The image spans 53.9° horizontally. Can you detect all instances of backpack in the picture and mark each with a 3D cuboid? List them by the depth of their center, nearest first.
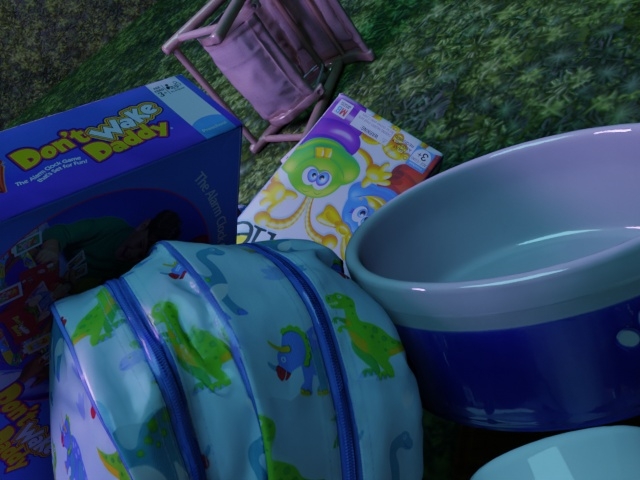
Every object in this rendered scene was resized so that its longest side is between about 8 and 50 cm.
[{"bbox_3d":[-0.062,0.171,0.429,0.290,0.273,0.356,46,118,53],"label":"backpack"}]

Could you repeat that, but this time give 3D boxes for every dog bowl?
[{"bbox_3d":[0.158,0.012,0.455,0.264,0.104,0.265,-20,17,7],"label":"dog bowl"}]

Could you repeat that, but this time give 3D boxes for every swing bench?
[{"bbox_3d":[-0.076,-0.325,1.072,0.165,0.253,0.255,9,59,47],"label":"swing bench"}]

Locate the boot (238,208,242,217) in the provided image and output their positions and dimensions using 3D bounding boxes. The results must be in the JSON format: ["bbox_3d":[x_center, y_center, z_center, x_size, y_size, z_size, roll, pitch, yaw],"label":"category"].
[{"bbox_3d":[-0.204,0.035,0.890,0.203,0.095,0.262,-33,28,6],"label":"boot"}]

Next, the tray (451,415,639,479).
[{"bbox_3d":[0.307,0.098,0.435,0.410,0.076,0.203,-9,46,38],"label":"tray"}]

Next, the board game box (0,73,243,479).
[{"bbox_3d":[-0.183,0.068,0.501,0.233,0.347,0.078,-29,57,-34],"label":"board game box"}]

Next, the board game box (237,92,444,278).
[{"bbox_3d":[0.000,0.000,0.717,0.142,0.144,0.275,34,75,13],"label":"board game box"}]

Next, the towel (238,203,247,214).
[{"bbox_3d":[-0.228,0.028,1.042,0.335,0.040,0.243,17,64,48],"label":"towel"}]

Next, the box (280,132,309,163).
[{"bbox_3d":[0.020,-0.106,0.898,0.101,0.087,0.102,-44,36,-3],"label":"box"}]

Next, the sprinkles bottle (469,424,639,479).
[{"bbox_3d":[0.172,0.273,0.280,0.121,0.121,0.356,-26,50,20],"label":"sprinkles bottle"}]
